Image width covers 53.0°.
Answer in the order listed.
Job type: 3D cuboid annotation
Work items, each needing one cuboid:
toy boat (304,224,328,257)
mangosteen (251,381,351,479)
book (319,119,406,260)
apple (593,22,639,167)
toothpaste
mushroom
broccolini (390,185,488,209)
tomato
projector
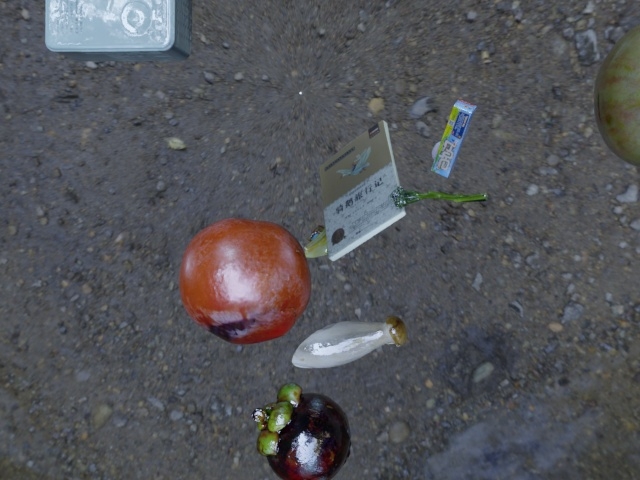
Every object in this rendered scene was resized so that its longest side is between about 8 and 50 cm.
[{"bbox_3d":[0.000,0.000,1.636,0.066,0.172,0.065,11,116,14],"label":"toy boat"},{"bbox_3d":[-0.052,0.609,1.985,0.311,0.311,0.311,0,103,-2],"label":"mangosteen"},{"bbox_3d":[0.089,-0.123,1.509,0.217,0.310,0.021,-34,132,29],"label":"book"},{"bbox_3d":[0.572,-0.235,1.028,0.256,0.234,0.257,2,95,18],"label":"apple"},{"bbox_3d":[0.316,-0.252,1.573,0.070,0.044,0.193,27,134,15],"label":"toothpaste"},{"bbox_3d":[0.082,0.299,1.886,0.350,0.128,0.128,-15,103,8],"label":"mushroom"},{"bbox_3d":[0.233,-0.091,1.281,0.218,0.042,0.044,-1,107,39],"label":"broccolini"},{"bbox_3d":[-0.118,0.070,1.017,0.208,0.184,0.208,-5,146,-4],"label":"tomato"},{"bbox_3d":[-0.275,-0.382,0.889,0.192,0.099,0.257,2,94,8],"label":"projector"}]
